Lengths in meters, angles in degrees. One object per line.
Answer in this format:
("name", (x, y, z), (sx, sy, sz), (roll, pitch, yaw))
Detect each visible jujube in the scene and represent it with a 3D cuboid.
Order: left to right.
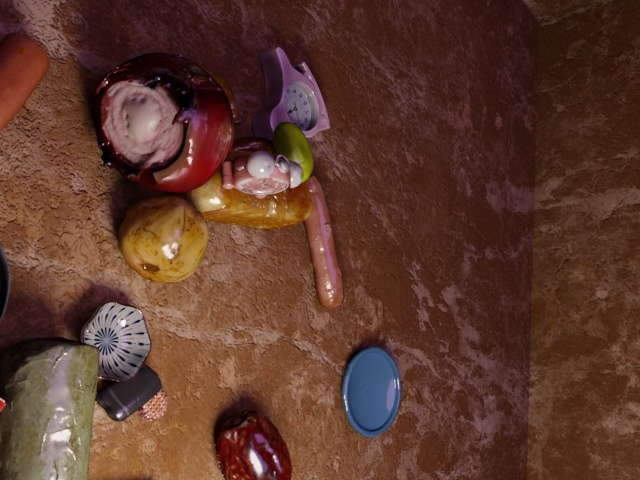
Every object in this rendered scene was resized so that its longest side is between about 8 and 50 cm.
("jujube", (-0.167, 0.567, 1.945), (0.183, 0.183, 0.243), (-31, 108, -47))

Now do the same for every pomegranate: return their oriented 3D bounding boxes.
("pomegranate", (-0.374, -0.011, 1.798), (0.215, 0.215, 0.215), (11, 75, -48))

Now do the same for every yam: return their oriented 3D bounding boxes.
("yam", (-0.557, 0.344, 1.526), (0.195, 0.195, 0.300), (13, 74, -47))

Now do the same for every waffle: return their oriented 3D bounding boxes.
("waffle", (-0.405, 0.396, 1.810), (0.075, 0.029, 0.083), (16, 71, -45))

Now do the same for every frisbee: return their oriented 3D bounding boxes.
("frisbee", (0.158, 0.488, 2.427), (0.290, 0.049, 0.289), (7, 80, -45))

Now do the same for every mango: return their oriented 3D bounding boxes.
("mango", (-0.069, -0.231, 1.975), (0.117, 0.089, 0.163), (4, 80, -46))

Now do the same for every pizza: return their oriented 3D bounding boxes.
("pizza", (-0.313, -0.399, 2.037), (0.271, 0.056, 0.134), (21, 70, -44))

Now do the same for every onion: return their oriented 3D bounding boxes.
("onion", (-0.357, -0.288, 1.769), (0.341, 0.341, 0.341), (11, 75, -48))

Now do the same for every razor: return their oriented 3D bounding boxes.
("razor", (-0.441, 0.351, 1.740), (0.090, 0.054, 0.148), (48, 45, 7))

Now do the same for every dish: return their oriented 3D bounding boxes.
("dish", (-0.484, 0.233, 1.722), (0.191, 0.066, 0.190), (12, 74, -49))

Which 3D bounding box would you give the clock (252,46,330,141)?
("clock", (-0.112, -0.432, 2.257), (0.275, 0.080, 0.290), (-35, 109, -46))

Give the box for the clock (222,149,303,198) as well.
("clock", (-0.140, -0.171, 1.836), (0.166, 0.162, 0.092), (15, 70, -46))

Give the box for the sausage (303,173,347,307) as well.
("sausage", (0.000, 0.000, 2.298), (0.094, 0.094, 0.418), (-19, 97, -71))

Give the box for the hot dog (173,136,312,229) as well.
("hot dog", (-0.205, -0.159, 2.019), (0.405, 0.185, 0.223), (6, 78, -48))

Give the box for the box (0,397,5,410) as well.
("box", (-0.704, 0.382, 1.399), (0.050, 0.123, 0.229), (55, 46, -33))

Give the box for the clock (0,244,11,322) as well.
("clock", (-0.759, 0.085, 1.429), (0.325, 0.067, 0.325), (12, 74, -48))

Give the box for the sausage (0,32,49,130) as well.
("sausage", (-0.673, -0.315, 1.568), (0.113, 0.114, 0.259), (46, 51, -34))
